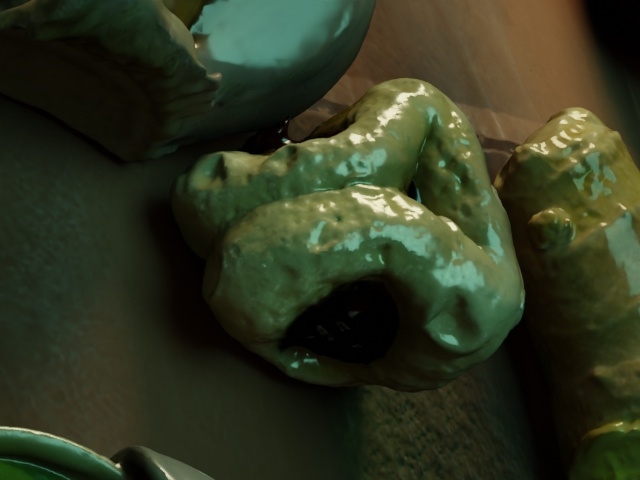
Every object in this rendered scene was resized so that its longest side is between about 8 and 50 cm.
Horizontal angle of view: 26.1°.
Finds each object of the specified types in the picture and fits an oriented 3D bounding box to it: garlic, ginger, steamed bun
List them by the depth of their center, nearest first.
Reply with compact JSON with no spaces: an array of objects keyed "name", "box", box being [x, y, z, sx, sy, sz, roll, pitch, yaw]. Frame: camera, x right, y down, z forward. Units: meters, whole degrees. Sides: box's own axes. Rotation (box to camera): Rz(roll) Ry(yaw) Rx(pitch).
[{"name":"steamed bun","box":[0.000,0.000,0.732,0.155,0.141,0.172,0,65,-36]},{"name":"garlic","box":[-0.079,-0.186,0.746,0.279,0.132,0.325,36,48,-40]},{"name":"ginger","box":[0.206,0.080,0.933,0.190,0.126,0.354,22,54,-55]}]

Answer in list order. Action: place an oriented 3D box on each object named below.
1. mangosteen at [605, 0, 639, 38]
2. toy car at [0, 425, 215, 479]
[{"name":"mangosteen","box":[0.388,-0.311,1.251,0.300,0.300,0.300,29,48,-38]},{"name":"toy car","box":[-0.086,0.160,0.531,0.235,0.145,0.235,24,40,-22]}]
